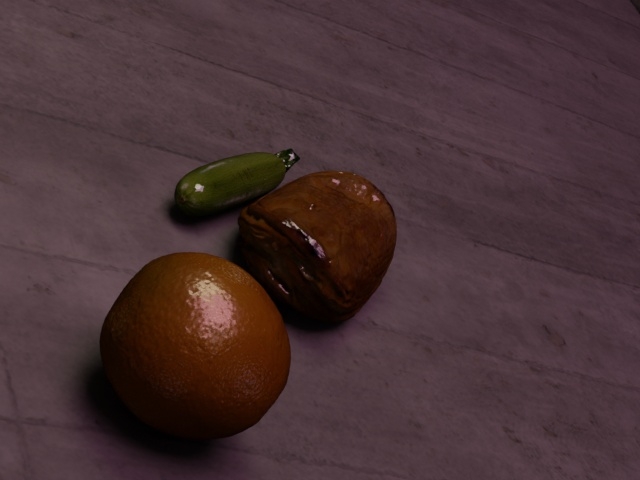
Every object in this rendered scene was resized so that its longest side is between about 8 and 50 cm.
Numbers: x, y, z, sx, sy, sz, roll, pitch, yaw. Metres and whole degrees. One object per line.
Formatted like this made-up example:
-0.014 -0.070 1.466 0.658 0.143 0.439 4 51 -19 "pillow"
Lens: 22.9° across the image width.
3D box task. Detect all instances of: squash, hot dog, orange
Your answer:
-0.113 -0.075 2.049 0.066 0.066 0.252 47 30 13 "squash"
0.000 0.000 2.023 0.196 0.122 0.272 43 25 3 "hot dog"
-0.129 0.112 1.651 0.206 0.206 0.206 29 31 -19 "orange"
